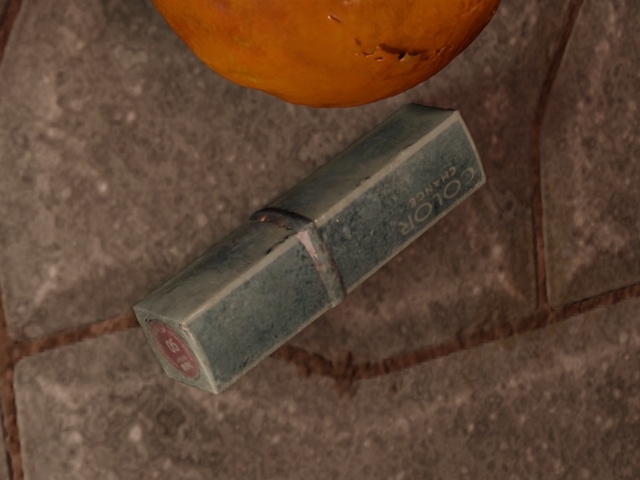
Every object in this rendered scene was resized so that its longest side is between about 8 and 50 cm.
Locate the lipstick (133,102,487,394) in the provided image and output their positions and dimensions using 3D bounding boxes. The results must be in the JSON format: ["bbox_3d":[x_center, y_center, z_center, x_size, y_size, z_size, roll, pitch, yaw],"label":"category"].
[{"bbox_3d":[0.000,0.000,1.462,0.290,0.076,0.077,-37,117,-24],"label":"lipstick"}]

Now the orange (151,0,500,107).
[{"bbox_3d":[0.000,-0.229,1.323,0.284,0.226,0.283,-4,96,-35],"label":"orange"}]
